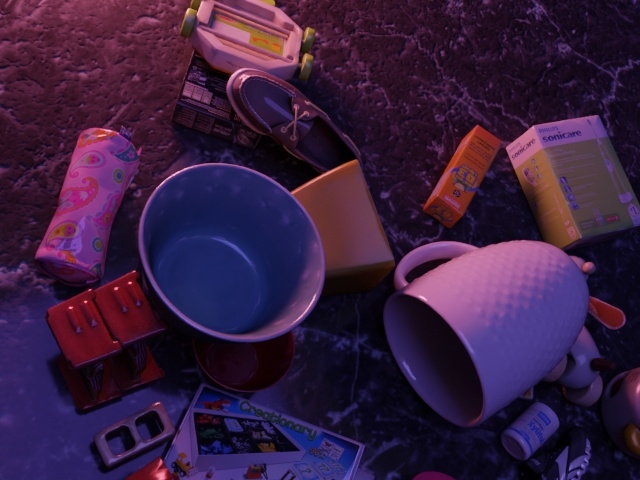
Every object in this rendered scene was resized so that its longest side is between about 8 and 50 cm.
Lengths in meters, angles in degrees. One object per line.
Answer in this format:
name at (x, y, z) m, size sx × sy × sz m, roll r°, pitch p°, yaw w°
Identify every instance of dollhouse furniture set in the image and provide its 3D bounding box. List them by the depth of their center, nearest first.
dollhouse furniture set at (-0.278, 0.267, 1.118) m, size 0.152 × 0.201 × 0.374 m, roll -23°, pitch 68°, yaw -25°

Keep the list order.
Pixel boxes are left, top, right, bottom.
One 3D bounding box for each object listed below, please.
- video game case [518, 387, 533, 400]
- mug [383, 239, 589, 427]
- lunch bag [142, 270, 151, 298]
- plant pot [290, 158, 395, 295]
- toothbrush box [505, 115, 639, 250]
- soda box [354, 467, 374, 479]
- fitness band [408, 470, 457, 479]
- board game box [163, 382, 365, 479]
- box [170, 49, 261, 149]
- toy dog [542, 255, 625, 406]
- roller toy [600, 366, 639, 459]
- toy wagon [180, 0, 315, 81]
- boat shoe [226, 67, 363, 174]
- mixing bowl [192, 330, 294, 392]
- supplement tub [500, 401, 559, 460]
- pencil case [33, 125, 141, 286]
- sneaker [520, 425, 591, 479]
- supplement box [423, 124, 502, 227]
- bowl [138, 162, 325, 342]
video game case at (0.355, 0.204, 1.514) m, size 0.206 × 0.026 × 0.227 m, roll 15°, pitch 65°, yaw -15°
mug at (0.302, 0.122, 1.382) m, size 0.328 × 0.276 × 0.374 m, roll -27°, pitch 44°, yaw -24°
lunch bag at (-0.244, 0.040, 1.319) m, size 0.151 × 0.096 × 0.129 m, roll 10°, pitch 63°, yaw -34°
plant pot at (0.000, 0.000, 1.370) m, size 0.187 × 0.212 × 0.212 m, roll -16°, pitch 76°, yaw -11°
toothbrush box at (0.592, -0.131, 1.675) m, size 0.206 × 0.122 × 0.283 m, roll -13°, pitch 76°, yaw -24°
soda box at (-0.013, 0.514, 1.220) m, size 0.098 × 0.091 × 0.286 m, roll 30°, pitch 63°, yaw -8°
fitness band at (0.254, 0.543, 1.289) m, size 0.291 × 0.054 × 0.209 m, roll 37°, pitch 34°, yaw -5°
board game box at (-0.100, 0.381, 1.200) m, size 0.305 × 0.053 × 0.193 m, roll 18°, pitch 63°, yaw 12°
box at (-0.195, -0.289, 1.466) m, size 0.180 × 0.077 × 0.147 m, roll 18°, pitch 65°, yaw -13°
toy dog at (0.548, 0.175, 1.509) m, size 0.220 × 0.161 × 0.334 m, roll 9°, pitch 69°, yaw -34°
roller toy at (0.707, 0.360, 1.516) m, size 0.209 × 0.146 × 0.191 m, roll 6°, pitch 68°, yaw -18°
toy wagon at (-0.143, -0.450, 1.514) m, size 0.267 × 0.068 × 0.344 m, roll 18°, pitch 40°, yaw -14°
boat shoe at (-0.041, -0.223, 1.412) m, size 0.324 × 0.096 × 0.117 m, roll 36°, pitch 87°, yaw -36°
mixing bowl at (-0.146, 0.197, 1.281) m, size 0.181 × 0.098 × 0.181 m, roll 10°, pitch 58°, yaw -17°
supplement tub at (0.419, 0.382, 1.444) m, size 0.107 × 0.071 × 0.071 m, roll -33°, pitch 84°, yaw -27°
pencil case at (-0.408, -0.063, 1.279) m, size 0.124 × 0.124 × 0.284 m, roll 18°, pitch 64°, yaw -13°
sneaker at (0.457, 0.452, 1.427) m, size 0.106 × 0.078 × 0.234 m, roll 40°, pitch 64°, yaw -5°
supplement box at (0.318, -0.143, 1.603) m, size 0.078 × 0.080 × 0.233 m, roll 34°, pitch 64°, yaw -3°
bowl at (-0.164, 0.044, 1.195) m, size 0.311 × 0.163 × 0.312 m, roll 12°, pitch 59°, yaw -21°
